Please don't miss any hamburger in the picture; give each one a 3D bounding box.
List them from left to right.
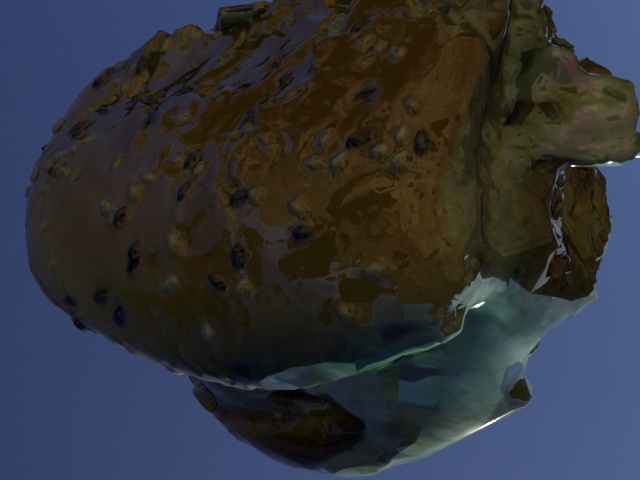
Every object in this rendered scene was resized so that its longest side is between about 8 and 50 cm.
[{"bbox_3d":[0.000,0.000,0.613,0.167,0.288,0.192,48,-139,-34],"label":"hamburger"}]
